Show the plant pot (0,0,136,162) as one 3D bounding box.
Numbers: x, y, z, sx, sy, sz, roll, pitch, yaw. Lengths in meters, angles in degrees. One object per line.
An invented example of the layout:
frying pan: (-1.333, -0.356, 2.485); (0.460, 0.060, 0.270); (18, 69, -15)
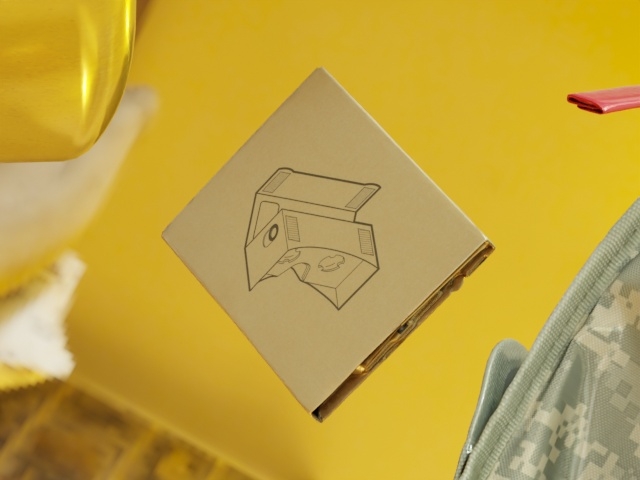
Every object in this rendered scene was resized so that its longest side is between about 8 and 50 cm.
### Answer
plant pot: (-0.147, -0.121, 0.579); (0.187, 0.212, 0.212); (84, 5, -69)

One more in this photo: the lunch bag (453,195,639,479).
lunch bag: (0.174, 0.103, 0.763); (0.287, 0.169, 0.235); (-46, 136, -8)

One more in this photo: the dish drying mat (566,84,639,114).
dish drying mat: (0.178, -0.080, 1.113); (0.083, 0.032, 0.008); (-10, 109, -34)

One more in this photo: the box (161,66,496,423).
box: (0.000, 0.000, 1.334); (0.164, 0.201, 0.021); (-45, 143, 5)
